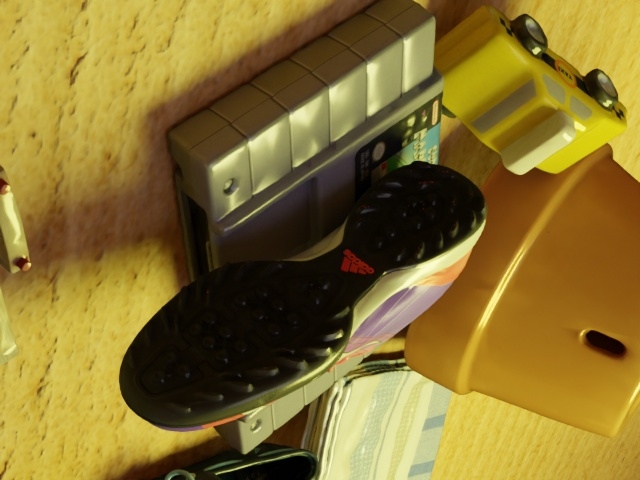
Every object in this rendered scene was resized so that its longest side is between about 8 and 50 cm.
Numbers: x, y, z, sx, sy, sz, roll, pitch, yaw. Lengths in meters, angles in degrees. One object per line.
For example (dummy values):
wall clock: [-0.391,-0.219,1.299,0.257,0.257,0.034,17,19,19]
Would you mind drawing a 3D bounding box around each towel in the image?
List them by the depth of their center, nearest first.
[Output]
towel: [0.057,0.220,1.220,0.285,0.034,0.209,3,103,-60]

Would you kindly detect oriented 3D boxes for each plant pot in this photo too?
plant pot: [0.244,0.052,1.148,0.291,0.203,0.291,-49,160,-26]

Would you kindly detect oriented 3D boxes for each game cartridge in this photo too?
game cartridge: [0.000,0.000,0.952,0.230,0.068,0.355,-32,145,-24]

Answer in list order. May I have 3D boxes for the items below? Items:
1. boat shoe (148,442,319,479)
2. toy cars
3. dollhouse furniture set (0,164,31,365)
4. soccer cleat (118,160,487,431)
boat shoe: [-0.100,0.222,1.001,0.089,0.109,0.258,-26,-176,39]
toy cars: [0.160,-0.164,0.885,0.176,0.087,0.393,-7,142,2]
dollhouse furniture set: [-0.224,0.030,0.594,0.129,0.129,0.183,-35,146,-28]
soccer cleat: [-0.004,0.057,0.851,0.318,0.108,0.116,-33,149,-34]
